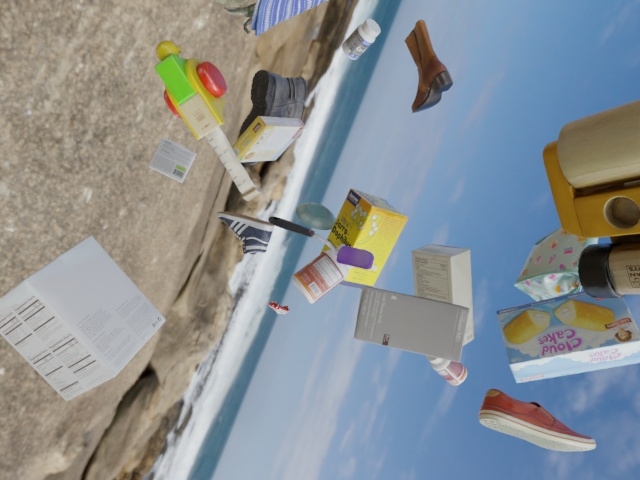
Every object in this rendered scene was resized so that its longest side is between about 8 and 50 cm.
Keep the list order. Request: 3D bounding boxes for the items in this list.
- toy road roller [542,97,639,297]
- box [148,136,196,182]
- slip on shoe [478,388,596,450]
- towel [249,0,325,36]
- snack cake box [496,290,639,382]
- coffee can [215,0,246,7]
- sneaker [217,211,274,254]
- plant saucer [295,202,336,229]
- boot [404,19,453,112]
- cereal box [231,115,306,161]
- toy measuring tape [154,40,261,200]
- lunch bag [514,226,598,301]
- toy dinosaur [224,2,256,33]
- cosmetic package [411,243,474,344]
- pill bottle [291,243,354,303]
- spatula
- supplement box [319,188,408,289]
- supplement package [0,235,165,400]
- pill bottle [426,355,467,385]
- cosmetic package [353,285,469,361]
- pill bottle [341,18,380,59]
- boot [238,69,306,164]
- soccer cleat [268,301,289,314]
[{"bbox_3d":[0.539,-0.067,0.797,0.240,0.330,0.202,-24,-173,-31],"label":"toy road roller"},{"bbox_3d":[-0.479,-0.258,1.588,0.103,0.114,0.203,-64,-160,-1],"label":"box"},{"bbox_3d":[0.584,0.486,1.323,0.123,0.331,0.101,117,-6,-60],"label":"slip on shoe"},{"bbox_3d":[-0.006,-0.615,1.136,0.336,0.040,0.243,-39,177,-27],"label":"towel"},{"bbox_3d":[0.547,0.210,1.103,0.089,0.264,0.152,57,25,-37],"label":"snack cake box"},{"bbox_3d":[-0.245,-0.907,1.574,0.275,0.201,0.201,-62,178,-33],"label":"coffee can"},{"bbox_3d":[-0.338,-0.030,2.127,0.099,0.282,0.153,-6,110,-65],"label":"sneaker"},{"bbox_3d":[-0.013,-0.119,2.202,0.195,0.194,0.037,-70,-179,-55],"label":"plant saucer"},{"bbox_3d":[0.384,-0.671,1.946,0.264,0.096,0.281,124,-56,-74],"label":"boot"},{"bbox_3d":[-0.170,-0.324,1.590,0.173,0.047,0.240,-41,170,28],"label":"cereal box"},{"bbox_3d":[-0.207,-0.237,0.969,0.121,0.330,0.121,-29,-163,10],"label":"toy measuring tape"},{"bbox_3d":[0.817,0.075,1.665,0.223,0.160,0.262,-54,180,-25],"label":"lunch bag"},{"bbox_3d":[-0.295,-0.958,2.117,0.268,0.064,0.118,-27,135,-30],"label":"toy dinosaur"},{"bbox_3d":[0.397,0.178,1.604,0.160,0.113,0.310,11,-70,49],"label":"cosmetic package"},{"bbox_3d":[0.017,0.110,1.705,0.216,0.121,0.121,-36,176,-9],"label":"pill bottle"},{"bbox_3d":[0.000,0.000,1.293,0.084,0.296,0.030,-63,179,-54],"label":"spatula"},{"bbox_3d":[0.167,-0.001,2.053,0.194,0.195,0.357,48,-62,53],"label":"supplement box"},{"bbox_3d":[-0.541,0.173,1.107,0.198,0.263,0.199,-29,-165,28],"label":"supplement package"},{"bbox_3d":[0.459,0.454,1.806,0.086,0.152,0.086,-38,-157,19],"label":"pill bottle"},{"bbox_3d":[0.203,0.186,1.117,0.107,0.237,0.127,38,61,-79],"label":"cosmetic package"},{"bbox_3d":[0.147,-0.723,1.775,0.137,0.078,0.078,-34,-153,46],"label":"pill bottle"},{"bbox_3d":[-0.157,-0.425,1.766,0.222,0.118,0.338,-6,123,-51],"label":"boot"},{"bbox_3d":[-0.141,0.224,1.625,0.035,0.083,0.029,-46,-136,26],"label":"soccer cleat"}]
